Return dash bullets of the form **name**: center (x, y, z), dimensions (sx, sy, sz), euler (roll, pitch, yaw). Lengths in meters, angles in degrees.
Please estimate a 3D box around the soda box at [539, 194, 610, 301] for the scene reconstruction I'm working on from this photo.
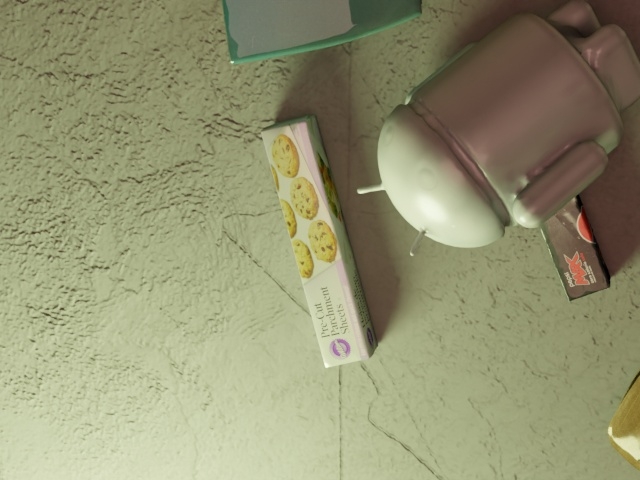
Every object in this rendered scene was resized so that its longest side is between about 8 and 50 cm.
- **soda box**: center (0.308, -0.013, 1.918), dimensions (0.060, 0.053, 0.169), euler (-21, 97, 15)

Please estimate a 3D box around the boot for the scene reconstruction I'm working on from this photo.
- **boot**: center (0.467, 0.161, 1.902), dimensions (0.115, 0.112, 0.305), euler (35, 108, 14)

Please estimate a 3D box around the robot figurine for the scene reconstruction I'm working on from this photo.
- **robot figurine**: center (0.214, -0.129, 1.813), dimensions (0.353, 0.300, 0.200), euler (-38, 130, 0)

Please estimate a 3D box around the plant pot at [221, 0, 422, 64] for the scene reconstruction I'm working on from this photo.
- **plant pot**: center (0.003, -0.313, 1.866), dimensions (0.234, 0.165, 0.165), euler (-5, 100, 4)

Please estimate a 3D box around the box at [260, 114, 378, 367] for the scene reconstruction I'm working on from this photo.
- **box**: center (0.000, 0.000, 1.978), dimensions (0.067, 0.063, 0.324), euler (-12, 99, 15)
